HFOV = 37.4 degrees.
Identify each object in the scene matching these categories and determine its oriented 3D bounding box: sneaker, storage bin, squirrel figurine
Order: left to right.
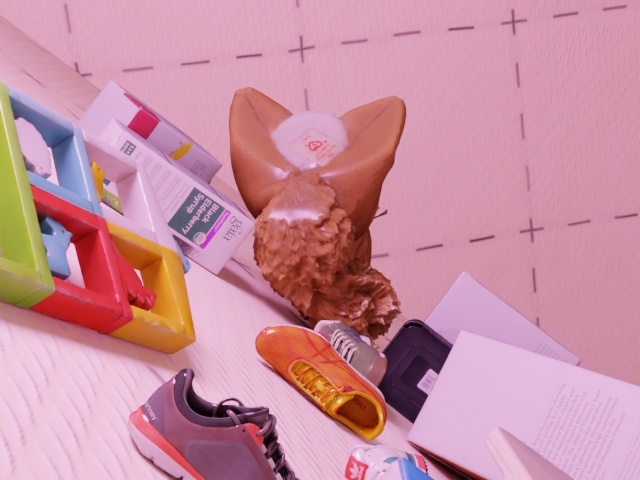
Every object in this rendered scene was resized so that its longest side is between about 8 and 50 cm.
[{"bbox_3d":[-0.042,0.139,0.586,0.158,0.065,0.061,37,3,-3],"label":"sneaker"},{"bbox_3d":[0.000,0.000,1.547,0.370,0.281,0.396,84,7,-50],"label":"squirrel figurine"},{"bbox_3d":[0.005,0.150,1.032,0.175,0.064,0.067,34,13,-8],"label":"sneaker"},{"bbox_3d":[0.031,0.155,1.309,0.086,0.064,0.192,30,4,-9],"label":"sneaker"},{"bbox_3d":[0.057,0.216,0.810,0.075,0.057,0.161,21,6,-6],"label":"sneaker"},{"bbox_3d":[0.169,0.212,1.403,0.180,0.122,0.084,38,3,6],"label":"storage bin"}]

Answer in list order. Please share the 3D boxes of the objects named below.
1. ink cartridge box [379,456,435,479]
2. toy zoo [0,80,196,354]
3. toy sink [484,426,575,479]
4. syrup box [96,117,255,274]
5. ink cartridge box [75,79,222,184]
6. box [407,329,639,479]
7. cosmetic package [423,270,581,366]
[{"bbox_3d":[0.082,0.207,0.342,0.231,0.134,0.078,37,2,-1],"label":"ink cartridge box"},{"bbox_3d":[-0.191,-0.015,0.764,0.293,0.030,0.192,33,32,-58],"label":"toy zoo"},{"bbox_3d":[0.152,0.249,0.592,0.153,0.131,0.234,37,8,-14],"label":"toy sink"},{"bbox_3d":[-0.215,-0.060,1.315,0.237,0.093,0.096,36,3,-29],"label":"syrup box"},{"bbox_3d":[-0.265,-0.127,1.417,0.176,0.127,0.128,35,4,-43],"label":"ink cartridge box"},{"bbox_3d":[0.314,0.260,1.145,0.215,0.168,0.345,36,-12,-34],"label":"box"},{"bbox_3d":[0.249,0.203,1.503,0.225,0.224,0.138,38,3,8],"label":"cosmetic package"}]
